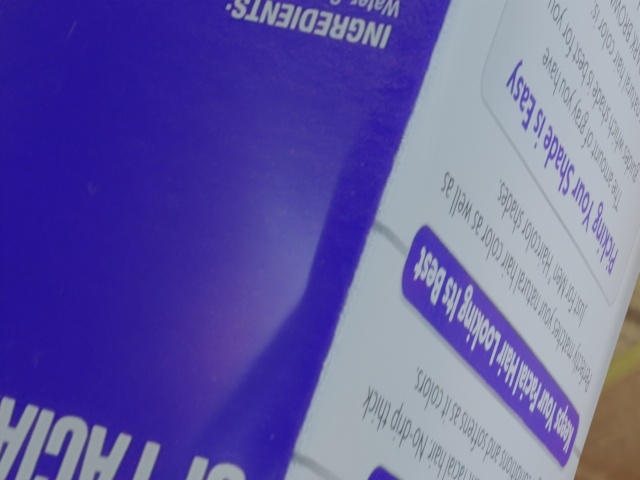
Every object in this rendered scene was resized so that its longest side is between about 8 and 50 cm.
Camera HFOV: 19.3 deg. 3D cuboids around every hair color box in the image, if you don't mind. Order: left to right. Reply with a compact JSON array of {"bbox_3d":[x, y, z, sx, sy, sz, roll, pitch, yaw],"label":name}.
[{"bbox_3d":[0.000,0.000,0.418,0.185,0.110,0.339,47,58,-63],"label":"hair color box"}]
